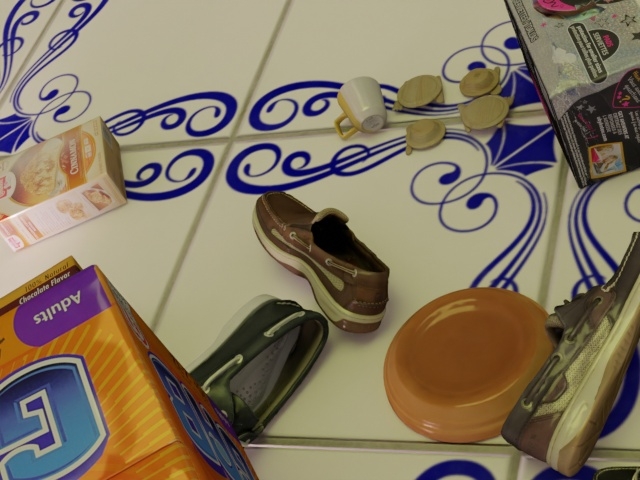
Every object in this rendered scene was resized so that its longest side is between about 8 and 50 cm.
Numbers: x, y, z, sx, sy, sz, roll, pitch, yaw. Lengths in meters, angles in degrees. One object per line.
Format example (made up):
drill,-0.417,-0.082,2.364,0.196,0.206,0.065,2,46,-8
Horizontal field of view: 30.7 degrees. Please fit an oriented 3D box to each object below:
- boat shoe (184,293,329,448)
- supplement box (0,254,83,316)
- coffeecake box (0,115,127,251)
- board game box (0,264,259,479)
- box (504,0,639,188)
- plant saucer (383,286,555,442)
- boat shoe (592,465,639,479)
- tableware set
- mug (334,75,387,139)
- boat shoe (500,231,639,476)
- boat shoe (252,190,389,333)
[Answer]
boat shoe,-0.103,0.179,1.284,0.091,0.114,0.302,10,55,41
supplement box,-0.327,0.160,1.404,0.191,0.129,0.194,-32,43,-4
coffeecake box,-0.387,-0.084,1.713,0.186,0.068,0.142,-23,44,5
board game box,-0.214,0.313,0.976,0.357,0.356,0.356,-30,58,-2
box,0.328,-0.217,1.409,0.142,0.163,0.247,-21,43,10
plant saucer,0.160,0.124,1.260,0.200,0.037,0.200,-15,44,15
boat shoe,0.311,0.228,1.081,0.125,0.038,0.046,9,54,33
tableware set,0.176,-0.182,1.559,0.169,0.020,0.141,-11,44,17
mug,0.060,-0.175,1.594,0.062,0.078,0.064,-3,48,-22
boat shoe,0.270,0.098,1.176,0.092,0.103,0.285,21,65,21
boat shoe,0.007,-0.001,1.398,0.095,0.095,0.257,-8,38,-36
